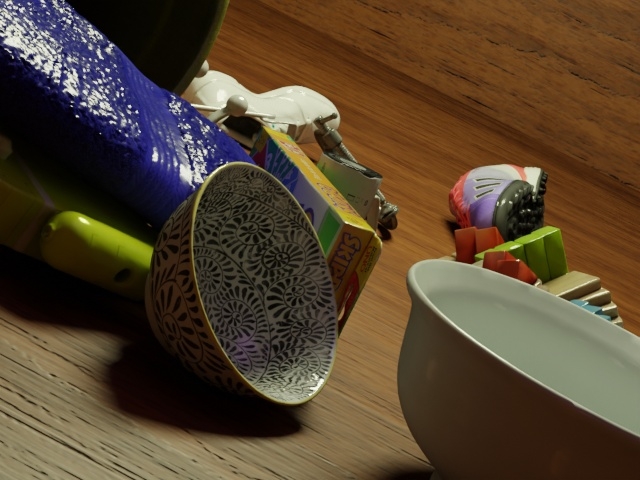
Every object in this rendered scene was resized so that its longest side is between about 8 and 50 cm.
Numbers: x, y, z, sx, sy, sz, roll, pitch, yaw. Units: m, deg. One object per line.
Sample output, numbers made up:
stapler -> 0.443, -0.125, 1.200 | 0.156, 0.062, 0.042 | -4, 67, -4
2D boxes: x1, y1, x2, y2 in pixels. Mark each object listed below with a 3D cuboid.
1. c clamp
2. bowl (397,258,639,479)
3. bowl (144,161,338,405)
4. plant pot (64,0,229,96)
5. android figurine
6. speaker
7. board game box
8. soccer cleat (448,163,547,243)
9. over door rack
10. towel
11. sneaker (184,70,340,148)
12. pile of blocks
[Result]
c clamp -> 0.037, -0.071, 1.859 | 0.161, 0.022, 0.137 | 52, -10, -14
bowl -> 0.165, 0.140, 1.154 | 0.298, 0.134, 0.298 | 25, 12, -5
bowl -> -0.066, 0.038, 1.170 | 0.080, 0.170, 0.170 | -17, -12, 30
plant pot -> -0.319, -0.271, 1.488 | 0.366, 0.366, 0.353 | 17, 3, -36
android figurine -> -0.208, -0.046, 1.241 | 0.273, 0.056, 0.248 | 29, 15, -44
speaker -> 0.000, 0.000, 1.395 | 0.055, 0.136, 0.055 | 22, 9, -4
board game box -> -0.026, 0.008, 1.336 | 0.039, 0.124, 0.259 | 20, 14, -26
soccer cleat -> 0.203, -0.033, 2.073 | 0.116, 0.108, 0.318 | 6, 12, 12
over door rack -> -0.107, -0.125, 1.763 | 0.324, 0.108, 0.239 | 18, 15, -32
towel -> -0.155, -0.097, 1.278 | 0.308, 0.076, 0.227 | 37, 8, -30
sneaker -> -0.057, -0.133, 2.013 | 0.212, 0.080, 0.094 | 7, 33, -37
pile of blocks -> 0.182, 0.048, 1.466 | 0.149, 0.112, 0.362 | -14, 17, 0
